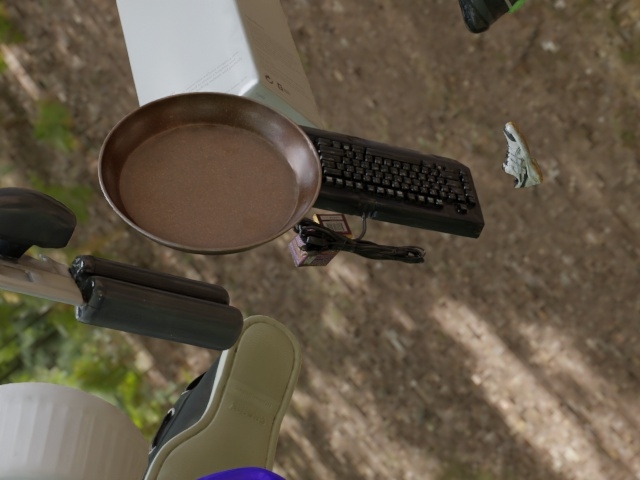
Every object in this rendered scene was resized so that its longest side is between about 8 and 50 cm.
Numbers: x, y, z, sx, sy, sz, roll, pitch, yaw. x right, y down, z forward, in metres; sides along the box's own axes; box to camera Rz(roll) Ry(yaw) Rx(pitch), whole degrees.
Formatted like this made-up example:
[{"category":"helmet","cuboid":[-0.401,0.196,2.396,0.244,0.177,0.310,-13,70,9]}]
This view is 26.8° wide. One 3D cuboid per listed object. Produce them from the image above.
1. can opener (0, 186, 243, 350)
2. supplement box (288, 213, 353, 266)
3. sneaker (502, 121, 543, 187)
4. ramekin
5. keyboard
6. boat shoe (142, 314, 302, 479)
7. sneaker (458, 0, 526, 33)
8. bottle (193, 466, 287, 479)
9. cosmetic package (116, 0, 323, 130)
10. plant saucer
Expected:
[{"category":"can opener","cuboid":[-0.188,0.026,1.200,0.283,0.095,0.076,15,-158,-34]},{"category":"supplement box","cuboid":[0.000,0.000,1.954,0.083,0.055,0.043,-47,55,42]},{"category":"sneaker","cuboid":[0.212,-0.090,1.458,0.083,0.037,0.032,60,-160,-29]},{"category":"ramekin","cuboid":[-0.357,0.321,1.684,0.135,0.277,0.277,-90,-22,-49]},{"category":"keyboard","cuboid":[0.052,-0.053,1.599,0.033,0.317,0.202,122,150,-46]},{"category":"boat shoe","cuboid":[-0.124,0.234,1.452,0.127,0.340,0.113,29,139,-13]},{"category":"sneaker","cuboid":[0.045,-0.411,1.609,0.482,0.202,0.185,34,-159,9]},{"category":"bottle","cuboid":[-0.079,0.325,1.066,0.092,0.118,0.283,25,114,41]},{"category":"cosmetic package","cuboid":[-0.159,-0.270,2.004,0.156,0.217,0.385,34,-149,-42]},{"category":"plant saucer","cuboid":[-0.084,-0.047,1.020,0.168,0.168,0.029,44,147,27]}]
